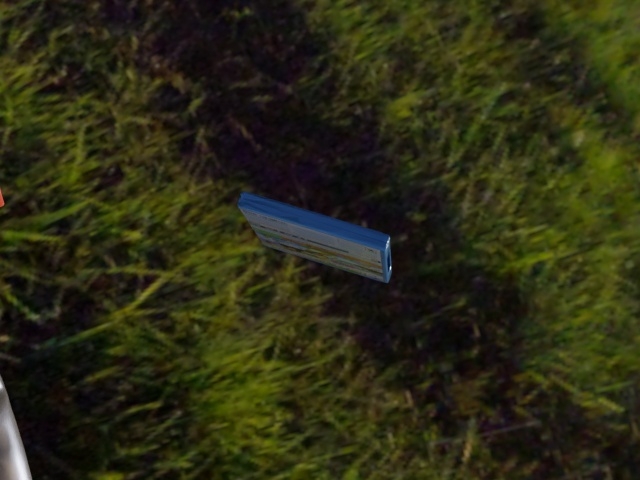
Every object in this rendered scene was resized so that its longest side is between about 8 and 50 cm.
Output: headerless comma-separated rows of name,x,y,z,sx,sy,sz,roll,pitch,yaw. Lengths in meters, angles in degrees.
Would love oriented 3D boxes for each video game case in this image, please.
video game case,0.000,0.000,0.918,0.166,0.119,0.015,69,38,-78

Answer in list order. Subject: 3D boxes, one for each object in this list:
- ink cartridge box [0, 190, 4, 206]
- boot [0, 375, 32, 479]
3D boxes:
ink cartridge box,-0.161,0.001,0.407,0.115,0.029,0.063,-37,147,-30
boot,-0.286,0.124,0.795,0.189,0.076,0.208,-7,98,-55
